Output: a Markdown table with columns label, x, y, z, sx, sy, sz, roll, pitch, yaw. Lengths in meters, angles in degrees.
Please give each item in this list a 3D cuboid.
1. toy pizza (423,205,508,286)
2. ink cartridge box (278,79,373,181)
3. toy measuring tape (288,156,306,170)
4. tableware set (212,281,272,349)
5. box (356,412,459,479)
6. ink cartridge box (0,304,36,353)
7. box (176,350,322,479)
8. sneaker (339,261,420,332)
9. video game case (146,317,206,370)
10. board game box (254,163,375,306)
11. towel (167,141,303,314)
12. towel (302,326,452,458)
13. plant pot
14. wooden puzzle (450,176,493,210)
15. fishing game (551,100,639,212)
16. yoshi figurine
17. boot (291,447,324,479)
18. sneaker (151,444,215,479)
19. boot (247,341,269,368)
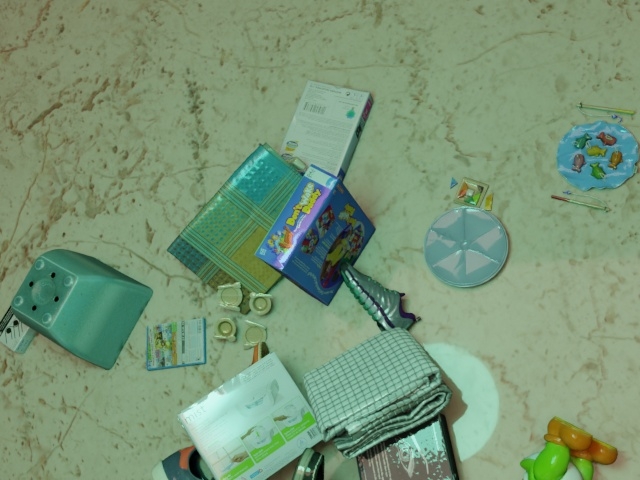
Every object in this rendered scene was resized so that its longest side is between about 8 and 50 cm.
| label | x | y | z | sx | sy | sz | roll | pitch | yaw |
| --- | --- | --- | --- | --- | --- | --- | --- | --- | --- |
| toy pizza | 0.348 | 0.016 | 1.738 | 0.201 | 0.032 | 0.201 | -5 | 72 | 17 |
| ink cartridge box | 0.001 | -0.265 | 1.920 | 0.185 | 0.065 | 0.311 | 17 | 76 | 21 |
| toy measuring tape | -0.167 | -0.085 | 1.860 | 0.330 | 0.121 | 0.121 | -34 | 65 | 23 |
| tableware set | -0.197 | 0.190 | 1.819 | 0.141 | 0.020 | 0.169 | 8 | 95 | 1 |
| box | 0.188 | 0.479 | 1.597 | 0.207 | 0.108 | 0.153 | -14 | 69 | 12 |
| ink cartridge box | -0.825 | 0.203 | 2.037 | 0.097 | 0.046 | 0.207 | 27 | 82 | 22 |
| box | -0.156 | 0.422 | 1.649 | 0.262 | 0.127 | 0.231 | -33 | 79 | -14 |
| sneaker | 0.140 | 0.129 | 1.735 | 0.098 | 0.083 | 0.224 | -37 | 87 | -8 |
| video game case | -0.378 | 0.272 | 1.892 | 0.166 | 0.015 | 0.119 | -9 | 71 | 14 |
| board game box | 0.000 | 0.000 | 1.679 | 0.078 | 0.347 | 0.233 | 29 | 83 | 24 |
| towel | -0.165 | -0.027 | 1.817 | 0.271 | 0.040 | 0.370 | 42 | 97 | -11 |
| towel | 0.120 | 0.335 | 1.589 | 0.283 | 0.121 | 0.235 | -29 | 24 | -3 |
| plant pot | -0.646 | 0.161 | 1.882 | 0.247 | 0.252 | 0.247 | 24 | 82 | 23 |
| wooden puzzle | 0.371 | -0.117 | 1.783 | 0.116 | 0.014 | 0.079 | 15 | 78 | 21 |
| fishing game | 0.654 | -0.203 | 1.709 | 0.189 | 0.041 | 0.264 | 18 | 79 | 24 |
| yoshi figurine | 0.472 | 0.555 | 1.442 | 0.203 | 0.203 | 0.362 | 27 | 86 | 16 |
| boot | 0.070 | 0.624 | 1.514 | 0.284 | 0.138 | 0.378 | 7 | 107 | 16 |
| sneaker | -0.248 | 0.632 | 1.678 | 0.148 | 0.131 | 0.350 | -35 | 71 | -7 |
| boot | -0.169 | 0.328 | 1.787 | 0.084 | 0.059 | 0.158 | -3 | 73 | 22 |
